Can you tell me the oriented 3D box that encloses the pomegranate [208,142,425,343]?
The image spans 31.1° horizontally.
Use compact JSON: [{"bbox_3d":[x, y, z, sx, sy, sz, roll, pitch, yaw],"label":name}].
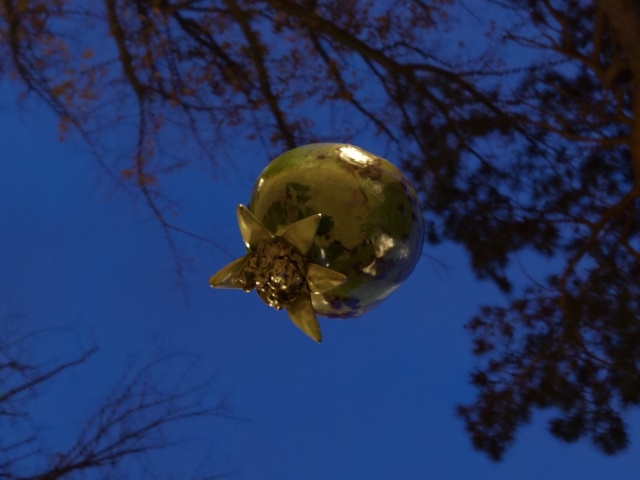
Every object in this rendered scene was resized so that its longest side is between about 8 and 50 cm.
[{"bbox_3d":[0.005,-0.005,0.870,0.148,0.169,0.148,2,-79,9],"label":"pomegranate"}]
